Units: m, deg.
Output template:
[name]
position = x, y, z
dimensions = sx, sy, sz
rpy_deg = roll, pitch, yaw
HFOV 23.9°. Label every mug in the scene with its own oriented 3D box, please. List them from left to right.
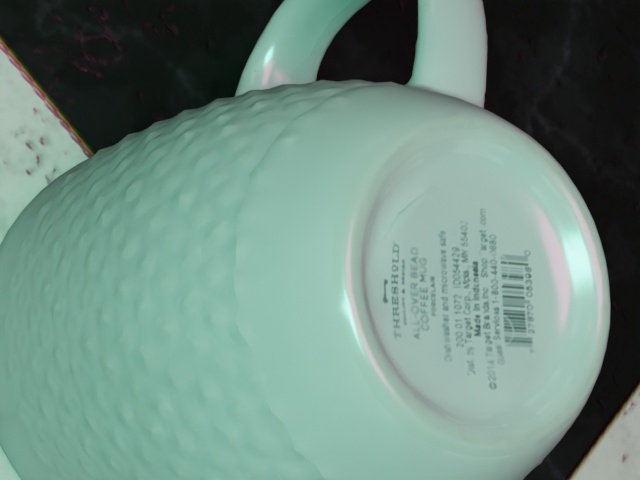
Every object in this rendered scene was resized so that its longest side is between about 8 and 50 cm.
[mug]
position = 0.000, 0.000, 0.873
dimensions = 0.276, 0.328, 0.374
rpy_deg = 20, 71, -29
